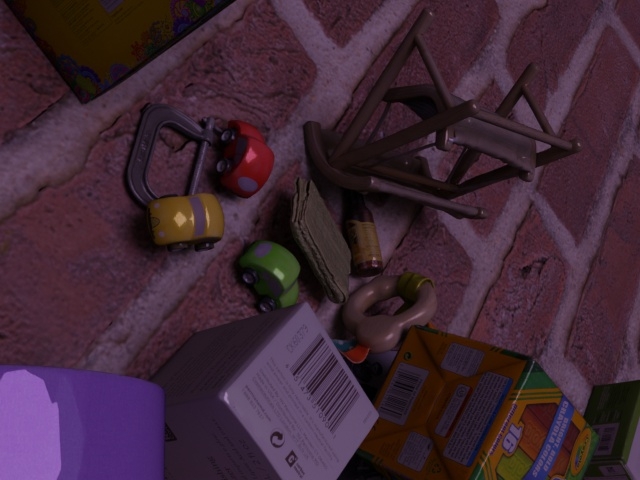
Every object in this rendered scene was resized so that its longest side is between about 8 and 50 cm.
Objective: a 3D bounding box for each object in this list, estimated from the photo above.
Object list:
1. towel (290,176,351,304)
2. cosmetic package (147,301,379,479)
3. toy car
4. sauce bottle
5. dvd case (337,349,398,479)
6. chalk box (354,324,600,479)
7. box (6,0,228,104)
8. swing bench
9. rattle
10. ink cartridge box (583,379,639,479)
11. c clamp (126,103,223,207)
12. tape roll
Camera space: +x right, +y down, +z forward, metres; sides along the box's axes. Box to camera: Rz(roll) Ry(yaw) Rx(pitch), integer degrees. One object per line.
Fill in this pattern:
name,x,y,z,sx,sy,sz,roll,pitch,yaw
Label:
towel,0.000,0.000,1.080,0.148,0.027,0.110,59,23,-31
cosmetic package,-0.075,0.177,0.860,0.151,0.183,0.151,57,43,-13
toy car,-0.079,-0.008,1.002,0.225,0.053,0.239,60,37,-21
sauce bottle,0.056,-0.014,1.166,0.042,0.042,0.128,12,57,-42
dvd case,0.084,0.232,1.114,0.238,0.029,0.179,12,67,-43
chalk box,0.208,0.261,1.046,0.289,0.179,0.180,43,69,-39
box,-0.142,-0.327,0.900,0.177,0.290,0.279,55,45,-15
swing bench,0.161,-0.136,1.151,0.253,0.254,0.165,10,51,-42
rattle,0.081,0.139,1.099,0.200,0.130,0.143,-55,151,-49
ink cartridge box,0.557,0.402,1.483,0.255,0.097,0.189,55,45,-18
c clamp,-0.157,-0.091,0.993,0.137,0.022,0.161,36,52,-31
tape roll,-0.253,0.155,0.622,0.274,0.274,0.090,13,66,-42
